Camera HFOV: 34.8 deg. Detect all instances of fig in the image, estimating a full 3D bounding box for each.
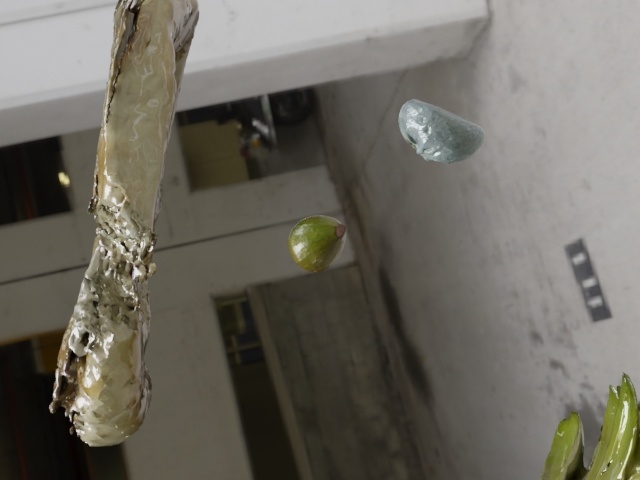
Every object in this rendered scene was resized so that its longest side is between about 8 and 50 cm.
[{"bbox_3d":[0.000,0.000,1.333,0.088,0.074,0.074,-32,65,45],"label":"fig"}]

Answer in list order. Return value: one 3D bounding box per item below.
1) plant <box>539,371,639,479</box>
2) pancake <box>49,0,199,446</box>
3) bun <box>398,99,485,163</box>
[{"bbox_3d":[0.158,0.255,0.675,0.261,0.297,0.306,55,132,27],"label":"plant"},{"bbox_3d":[-0.149,-0.023,0.798,0.382,0.071,0.382,-173,90,-81],"label":"pancake"},{"bbox_3d":[0.183,-0.164,1.593,0.083,0.141,0.141,-66,16,11],"label":"bun"}]
